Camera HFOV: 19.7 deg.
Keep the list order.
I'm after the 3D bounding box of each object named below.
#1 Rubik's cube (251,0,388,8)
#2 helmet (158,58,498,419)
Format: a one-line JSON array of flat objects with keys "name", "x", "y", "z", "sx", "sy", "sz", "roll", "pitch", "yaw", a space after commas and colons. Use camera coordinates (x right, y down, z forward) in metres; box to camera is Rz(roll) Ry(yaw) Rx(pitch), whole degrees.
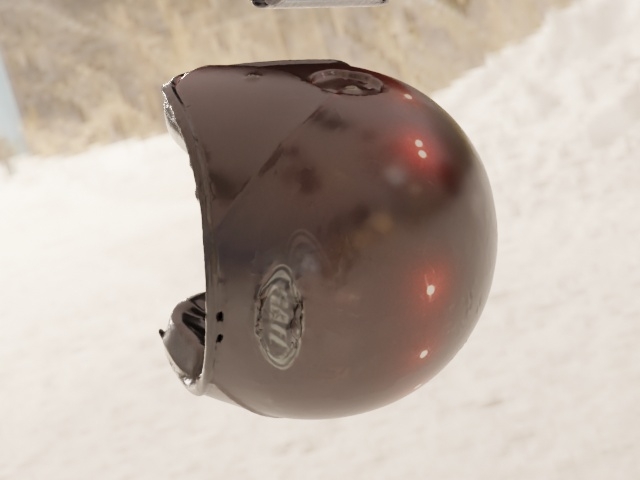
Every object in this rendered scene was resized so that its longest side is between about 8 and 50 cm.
[{"name": "Rubik's cube", "x": 0.000, "y": -0.345, "z": 1.414, "sx": 0.259, "sy": 0.255, "sz": 0.260, "roll": -50, "pitch": -16, "yaw": 26}, {"name": "helmet", "x": 0.000, "y": 0.000, "z": 1.017, "sx": 0.193, "sy": 0.189, "sz": 0.216, "roll": 13, "pitch": 29, "yaw": 23}]
